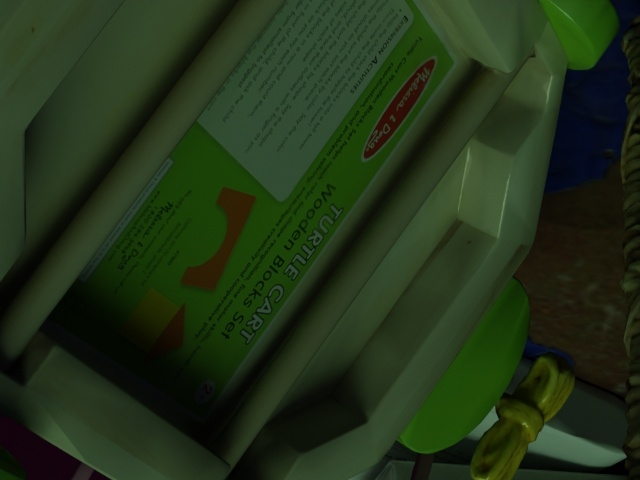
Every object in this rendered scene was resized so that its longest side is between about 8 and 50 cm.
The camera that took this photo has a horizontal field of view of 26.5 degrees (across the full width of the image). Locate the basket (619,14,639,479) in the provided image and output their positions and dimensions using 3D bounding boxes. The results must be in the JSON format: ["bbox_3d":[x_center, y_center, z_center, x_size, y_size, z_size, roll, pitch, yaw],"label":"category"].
[{"bbox_3d":[0.233,0.069,0.463,0.214,0.299,0.223,-10,141,26],"label":"basket"}]

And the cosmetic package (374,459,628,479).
[{"bbox_3d":[0.169,0.215,0.803,0.310,0.113,0.160,4,148,-13],"label":"cosmetic package"}]

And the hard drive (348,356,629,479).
[{"bbox_3d":[0.017,0.140,0.845,0.203,0.040,0.307,23,143,-18],"label":"hard drive"}]

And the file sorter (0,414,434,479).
[{"bbox_3d":[-0.110,0.078,0.614,0.291,0.202,0.182,32,139,-13],"label":"file sorter"}]

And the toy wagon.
[{"bbox_3d":[0.000,0.000,0.475,0.068,0.267,0.344,30,170,37],"label":"toy wagon"}]
